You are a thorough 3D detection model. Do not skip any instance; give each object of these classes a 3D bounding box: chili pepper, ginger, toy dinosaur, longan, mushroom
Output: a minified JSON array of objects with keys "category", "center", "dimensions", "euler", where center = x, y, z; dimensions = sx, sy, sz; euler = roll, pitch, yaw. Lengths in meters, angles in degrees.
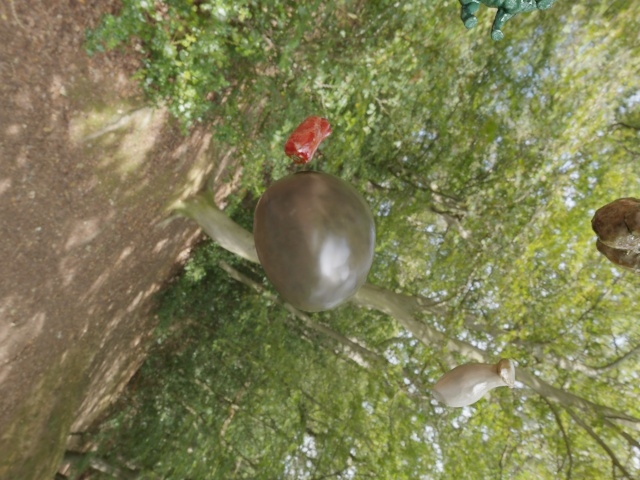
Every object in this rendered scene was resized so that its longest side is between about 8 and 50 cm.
[{"category":"chili pepper","center":[-0.030,-0.227,0.972],"dimensions":[0.070,0.073,0.123],"euler":[-26,-151,58]},{"category":"ginger","center":[0.865,-0.013,1.173],"dimensions":[0.155,0.303,0.244],"euler":[-59,-148,-1]},{"category":"toy dinosaur","center":[0.228,-0.357,0.617],"dimensions":[0.079,0.291,0.120],"euler":[124,-47,-70]},{"category":"longan","center":[0.000,0.000,0.885],"dimensions":[0.243,0.300,0.301],"euler":[-14,-137,47]},{"category":"mushroom","center":[0.376,0.352,1.061],"dimensions":[0.212,0.097,0.088],"euler":[-26,-174,18]}]
